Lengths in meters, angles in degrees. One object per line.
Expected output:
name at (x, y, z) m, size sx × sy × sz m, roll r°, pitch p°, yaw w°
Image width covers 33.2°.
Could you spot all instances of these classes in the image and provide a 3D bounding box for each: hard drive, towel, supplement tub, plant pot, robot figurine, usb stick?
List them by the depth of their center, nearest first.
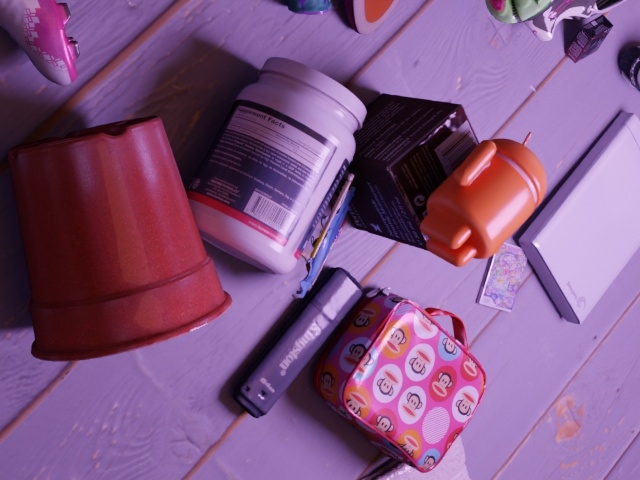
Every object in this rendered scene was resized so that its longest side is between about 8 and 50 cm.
plant pot at (-0.277, -0.014, 1.403) m, size 0.272 × 0.272 × 0.265 m, roll -19°, pitch 103°, yaw -30°
supplement tub at (-0.068, -0.106, 1.554) m, size 0.191 × 0.191 × 0.272 m, roll 33°, pitch 81°, yaw -35°
robot figurine at (0.243, -0.060, 1.572) m, size 0.219 × 0.128 × 0.158 m, roll -44°, pitch 101°, yaw -18°
usb stick at (-0.035, 0.161, 1.727) m, size 0.278 × 0.045 × 0.077 m, roll -50°, pitch 124°, yaw -15°
towel at (0.163, 0.470, 1.932) m, size 0.282 × 0.049 × 0.187 m, roll -29°, pitch 116°, yaw -27°
hard drive at (0.542, -0.043, 2.076) m, size 0.353 × 0.047 × 0.233 m, roll -48°, pitch 123°, yaw -19°

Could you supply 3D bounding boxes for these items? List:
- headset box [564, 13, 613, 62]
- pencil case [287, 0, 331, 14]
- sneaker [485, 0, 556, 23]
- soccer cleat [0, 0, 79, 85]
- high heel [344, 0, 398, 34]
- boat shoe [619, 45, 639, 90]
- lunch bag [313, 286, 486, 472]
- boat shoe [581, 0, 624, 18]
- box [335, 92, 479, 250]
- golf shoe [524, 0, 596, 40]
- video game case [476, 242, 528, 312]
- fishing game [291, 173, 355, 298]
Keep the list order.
headset box at (0.488, -0.365, 1.959) m, size 0.062 × 0.032 × 0.083 m, roll -31°, pitch 161°, yaw -25°
pencil case at (-0.020, -0.414, 1.597) m, size 0.070 × 0.064 × 0.152 m, roll -12°, pitch 107°, yaw -30°
sneaker at (0.401, -0.556, 1.761) m, size 0.202 × 0.185 × 0.483 m, roll 39°, pitch 67°, yaw -51°
soccer cleat at (-0.410, -0.337, 1.329) m, size 0.143 × 0.116 × 0.331 m, roll -22°, pitch 111°, yaw -12°
high heel at (0.060, -0.515, 1.639) m, size 0.127 × 0.181 × 0.377 m, roll -14°, pitch 129°, yaw -36°
boat shoe at (0.705, -0.305, 2.109) m, size 0.302 × 0.091 × 0.114 m, roll 24°, pitch 106°, yaw -38°
lunch bag at (0.151, 0.224, 1.824) m, size 0.293 × 0.120 × 0.258 m, roll 45°, pitch 74°, yaw -32°
boat shoe at (0.552, -0.469, 1.976) m, size 0.226 × 0.075 × 0.083 m, roll -40°, pitch 120°, yaw -21°
box at (0.135, -0.111, 1.687) m, size 0.167 × 0.203 × 0.168 m, roll -42°, pitch 120°, yaw -20°
golf shoe at (0.453, -0.455, 1.886) m, size 0.272 × 0.105 × 0.120 m, roll -31°, pitch 105°, yaw -15°
video game case at (0.338, 0.066, 1.987) m, size 0.087 × 0.011 × 0.122 m, roll 16°, pitch 91°, yaw -36°
fishing game at (0.000, 0.000, 1.625) m, size 0.041 × 0.264 × 0.189 m, roll 26°, pitch 81°, yaw 4°
